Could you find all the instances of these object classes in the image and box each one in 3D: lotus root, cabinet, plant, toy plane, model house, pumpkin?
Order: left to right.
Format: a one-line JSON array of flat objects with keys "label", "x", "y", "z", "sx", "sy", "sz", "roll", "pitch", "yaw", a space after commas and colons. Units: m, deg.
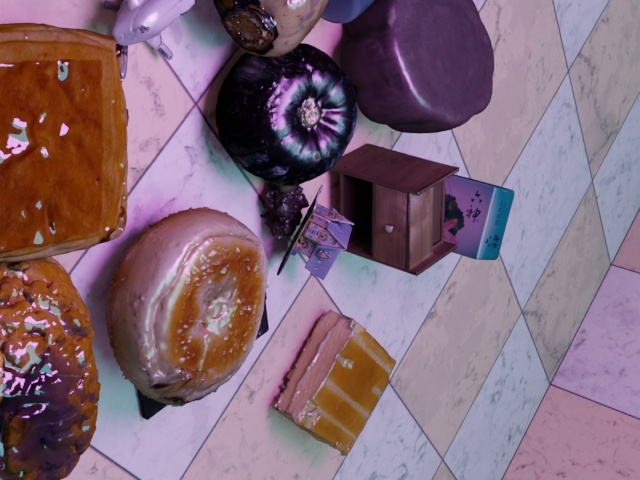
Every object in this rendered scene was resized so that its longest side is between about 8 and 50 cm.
[{"label": "toy plane", "x": -0.189, "y": -0.340, "z": 1.271, "sx": 0.273, "sy": 0.107, "sz": 0.182, "roll": -31, "pitch": 121, "yaw": -43}, {"label": "plant", "x": -0.066, "y": -0.088, "z": 1.597, "sx": 0.085, "sy": 0.087, "sz": 0.174, "roll": -82, "pitch": 169, "yaw": -64}, {"label": "pumpkin", "x": -0.054, "y": -0.202, "z": 1.463, "sx": 0.233, "sy": 0.163, "sz": 0.233, "roll": -5, "pitch": 99, "yaw": -34}, {"label": "lotus root", "x": -0.049, "y": -0.398, "z": 1.373, "sx": 0.173, "sy": 0.173, "sz": 0.309, "roll": 65, "pitch": 35, "yaw": -46}, {"label": "model house", "x": 0.000, "y": 0.000, "z": 1.641, "sx": 0.167, "sy": 0.088, "sz": 0.117, "roll": -61, "pitch": -175, "yaw": 25}, {"label": "cabinet", "x": 0.134, "y": -0.061, "z": 1.761, "sx": 0.148, "sy": 0.215, "sz": 0.175, "roll": -31, "pitch": 130, "yaw": -43}]

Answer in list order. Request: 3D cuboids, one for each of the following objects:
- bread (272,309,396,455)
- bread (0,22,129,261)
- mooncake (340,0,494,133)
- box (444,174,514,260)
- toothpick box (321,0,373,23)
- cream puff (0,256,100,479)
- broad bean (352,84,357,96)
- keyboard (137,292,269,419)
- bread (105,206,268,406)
[{"label": "bread", "x": 0.030, "y": 0.290, "z": 1.882, "sx": 0.239, "sy": 0.111, "sz": 0.246, "roll": -60, "pitch": 144, "yaw": -16}, {"label": "bread", "x": -0.372, "y": -0.115, "z": 1.074, "sx": 0.324, "sy": 0.167, "sz": 0.278, "roll": -22, "pitch": 120, "yaw": -57}, {"label": "mooncake", "x": 0.178, "y": -0.336, "z": 1.692, "sx": 0.306, "sy": 0.154, "sz": 0.306, "roll": 7, "pitch": 81, "yaw": -47}, {"label": "box", "x": 0.259, "y": -0.063, "z": 1.911, "sx": 0.092, "sy": 0.244, "sz": 0.153, "roll": 4, "pitch": 102, "yaw": -52}, {"label": "toothpick box", "x": 0.062, "y": -0.457, "z": 1.557, "sx": 0.184, "sy": 0.120, "sz": 0.120, "roll": -48, "pitch": 140, "yaw": -34}, {"label": "cream puff", "x": -0.396, "y": 0.176, "z": 1.127, "sx": 0.343, "sy": 0.231, "sz": 0.327, "roll": -54, "pitch": 139, "yaw": -24}, {"label": "broad bean", "x": 0.122, "y": -0.311, "z": 1.775, "sx": 0.254, "sy": 0.046, "sz": 0.065, "roll": -38, "pitch": 128, "yaw": -40}, {"label": "keyboard", "x": -0.196, "y": 0.188, "z": 1.598, "sx": 0.309, "sy": 0.018, "sz": 0.101, "roll": -34, "pitch": 133, "yaw": -41}, {"label": "bread", "x": -0.209, "y": 0.096, "z": 1.411, "sx": 0.305, "sy": 0.158, "sz": 0.306, "roll": -33, "pitch": 131, "yaw": -47}]
